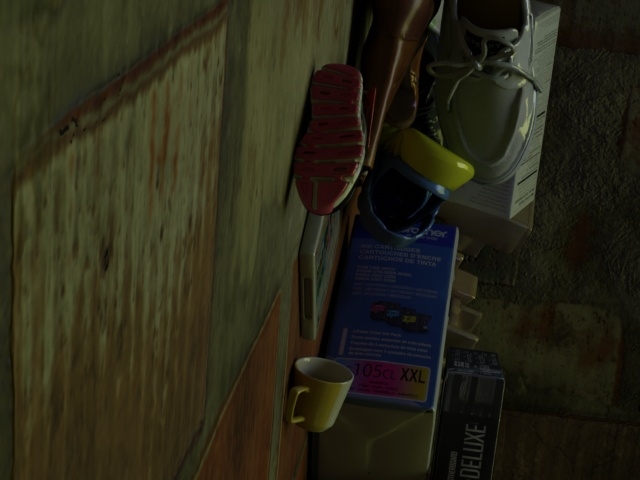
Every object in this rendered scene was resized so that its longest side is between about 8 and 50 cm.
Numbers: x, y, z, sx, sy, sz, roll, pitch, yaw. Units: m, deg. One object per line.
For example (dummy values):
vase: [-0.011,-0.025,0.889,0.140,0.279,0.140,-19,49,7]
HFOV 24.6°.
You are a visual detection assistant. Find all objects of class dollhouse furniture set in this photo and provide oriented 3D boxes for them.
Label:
dollhouse furniture set: [0.179,0.016,2.623,0.362,0.256,0.394,-75,-169,-48]

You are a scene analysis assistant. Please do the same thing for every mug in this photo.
mug: [-0.010,0.160,1.502,0.062,0.078,0.064,43,-56,56]

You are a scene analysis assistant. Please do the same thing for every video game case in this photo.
video game case: [0.000,0.000,1.527,0.143,0.019,0.157,89,11,-50]

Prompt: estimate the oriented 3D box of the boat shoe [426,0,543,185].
boat shoe: [0.202,-0.238,1.760,0.156,0.136,0.367,-48,142,-71]

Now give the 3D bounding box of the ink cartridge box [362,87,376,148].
ink cartridge box: [0.026,-0.117,1.444,0.115,0.029,0.063,176,-79,-80]

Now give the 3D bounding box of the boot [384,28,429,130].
boot: [0.104,-0.248,2.038,0.152,0.073,0.197,152,-57,-88]

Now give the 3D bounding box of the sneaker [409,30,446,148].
sneaker: [0.139,-0.184,2.195,0.147,0.104,0.296,-62,147,-68]

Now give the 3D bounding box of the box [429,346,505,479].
box: [0.183,0.274,1.894,0.307,0.076,0.242,-23,120,-84]

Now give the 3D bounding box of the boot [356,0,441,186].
boot: [0.085,-0.199,1.764,0.264,0.096,0.280,145,-43,-86]

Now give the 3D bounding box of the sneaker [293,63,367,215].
sneaker: [0.014,-0.081,1.345,0.075,0.063,0.170,80,12,-50]

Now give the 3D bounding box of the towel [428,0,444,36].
towel: [0.138,-0.343,1.963,0.152,0.023,0.113,38,44,-31]

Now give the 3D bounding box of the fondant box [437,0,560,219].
fondant box: [0.228,-0.225,2.288,0.096,0.238,0.330,-33,135,-51]

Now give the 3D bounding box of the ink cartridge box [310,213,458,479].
ink cartridge box: [0.089,0.154,1.912,0.395,0.151,0.270,-74,170,-47]

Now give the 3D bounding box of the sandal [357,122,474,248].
sandal: [0.091,-0.067,1.848,0.138,0.126,0.317,-58,-176,1]
